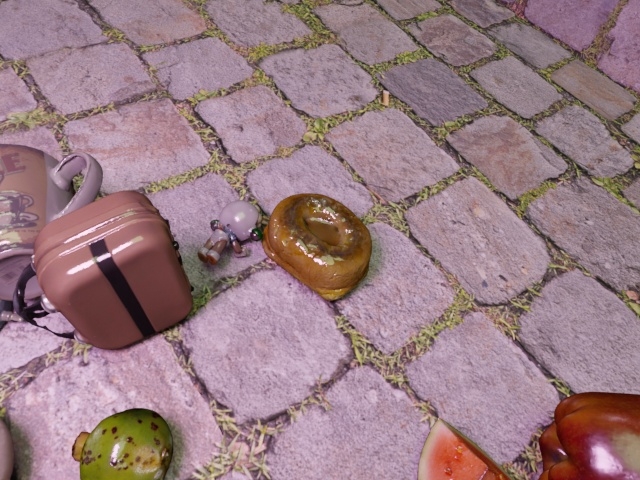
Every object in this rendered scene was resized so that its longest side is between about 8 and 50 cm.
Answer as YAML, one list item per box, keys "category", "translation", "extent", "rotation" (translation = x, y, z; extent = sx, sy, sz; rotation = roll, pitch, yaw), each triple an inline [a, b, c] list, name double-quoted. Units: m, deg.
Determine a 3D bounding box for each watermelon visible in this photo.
- category: "watermelon"
  translation: [0.272, 0.435, 0.825]
  extent: [0.145, 0.137, 0.193]
  rotation: [37, 47, -28]

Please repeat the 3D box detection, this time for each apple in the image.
- category: "apple"
  translation: [0.550, 0.408, 0.787]
  extent: [0.316, 0.288, 0.288]
  rotation: [12, 52, 14]

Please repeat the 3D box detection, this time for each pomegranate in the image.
- category: "pomegranate"
  translation: [-0.325, 0.337, 0.748]
  extent: [0.169, 0.122, 0.143]
  rotation: [20, 41, 7]

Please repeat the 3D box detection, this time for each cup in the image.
- category: "cup"
  translation: [-0.545, -0.042, 0.885]
  extent: [0.301, 0.227, 0.257]
  rotation: [-33, 59, -3]

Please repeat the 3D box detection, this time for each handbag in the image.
- category: "handbag"
  translation: [-0.387, 0.078, 0.824]
  extent: [0.283, 0.302, 0.149]
  rotation: [-23, 61, -19]

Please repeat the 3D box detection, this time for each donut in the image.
- category: "donut"
  translation: [0.000, 0.000, 1.060]
  extent: [0.261, 0.128, 0.208]
  rotation: [35, 55, 12]

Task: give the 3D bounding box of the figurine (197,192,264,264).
- category: "figurine"
  translation: [-0.202, -0.019, 1.060]
  extent: [0.147, 0.094, 0.197]
  rotation: [13, 58, 26]

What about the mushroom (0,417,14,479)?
- category: "mushroom"
  translation: [-0.585, 0.327, 0.642]
  extent: [0.243, 0.244, 0.244]
  rotation: [6, 53, -7]

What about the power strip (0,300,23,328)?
- category: "power strip"
  translation: [-0.690, 0.112, 0.885]
  extent: [0.253, 0.054, 0.168]
  rotation: [27, 55, 10]

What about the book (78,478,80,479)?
- category: "book"
  translation: [-0.359, 0.530, 0.666]
  extent: [0.207, 0.020, 0.295]
  rotation: [-33, 66, -30]
